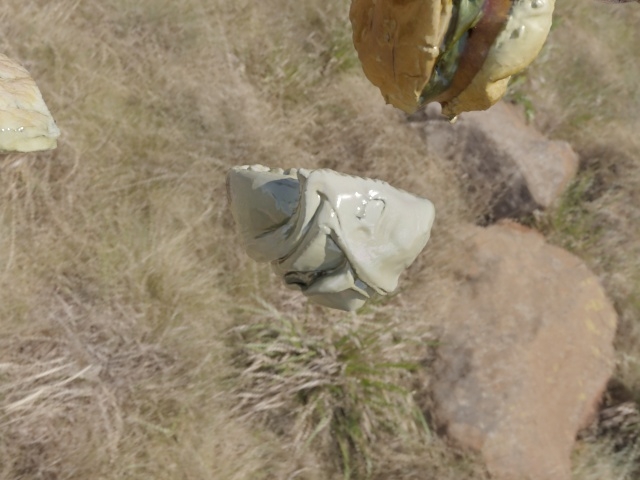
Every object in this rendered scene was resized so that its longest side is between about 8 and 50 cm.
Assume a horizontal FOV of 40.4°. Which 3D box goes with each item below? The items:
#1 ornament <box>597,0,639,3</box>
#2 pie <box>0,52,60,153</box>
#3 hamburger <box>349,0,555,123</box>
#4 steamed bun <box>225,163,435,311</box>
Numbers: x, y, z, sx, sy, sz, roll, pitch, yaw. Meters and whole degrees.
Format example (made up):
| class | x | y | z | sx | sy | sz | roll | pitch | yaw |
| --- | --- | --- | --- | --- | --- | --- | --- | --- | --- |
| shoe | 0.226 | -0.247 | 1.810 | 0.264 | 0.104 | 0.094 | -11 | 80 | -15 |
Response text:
| class | x | y | z | sx | sy | sz | roll | pitch | yaw |
| --- | --- | --- | --- | --- | --- | --- | --- | --- | --- |
| ornament | 0.322 | -0.334 | 0.907 | 0.177 | 0.177 | 0.178 | 24 | 50 | -32 |
| pie | -0.375 | -0.154 | 0.897 | 0.185 | 0.052 | 0.218 | 7 | 31 | -39 |
| hamburger | 0.148 | -0.306 | 0.881 | 0.162 | 0.209 | 0.330 | 9 | 80 | -24 |
| steamed bun | 0.008 | 0.001 | 1.447 | 0.324 | 0.309 | 0.220 | 13 | 85 | -49 |
